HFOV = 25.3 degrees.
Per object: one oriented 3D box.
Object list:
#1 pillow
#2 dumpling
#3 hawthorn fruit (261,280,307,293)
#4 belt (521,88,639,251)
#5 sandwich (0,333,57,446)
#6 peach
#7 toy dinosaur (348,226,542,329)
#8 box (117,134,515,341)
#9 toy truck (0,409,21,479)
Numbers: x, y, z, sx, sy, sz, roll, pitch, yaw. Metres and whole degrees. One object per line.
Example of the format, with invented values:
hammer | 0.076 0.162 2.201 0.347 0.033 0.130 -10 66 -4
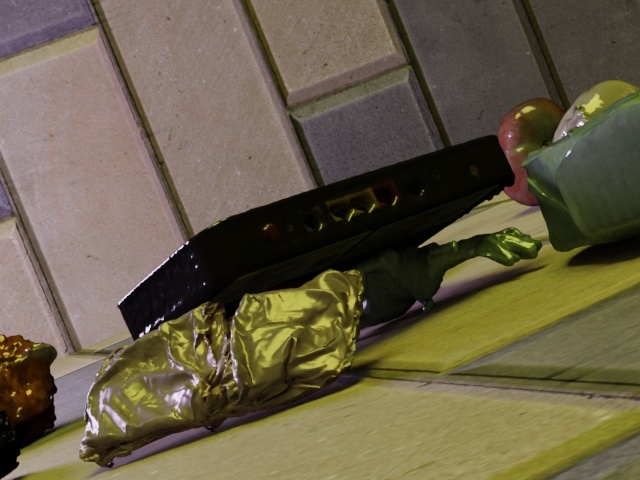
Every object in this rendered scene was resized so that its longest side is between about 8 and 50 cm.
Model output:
pillow | -0.082 0.094 1.112 0.248 0.049 0.135 -22 33 22
dumpling | 0.367 -0.114 1.710 0.173 0.142 0.247 14 1 9
hawthorn fruit | -0.025 0.083 1.185 0.081 0.081 0.093 -21 32 22
belt | 0.311 -0.080 1.165 0.260 0.122 0.325 -18 -1 -36
sandwich | -0.434 0.182 1.576 0.301 0.162 0.250 -25 7 -14
peach | 0.312 -0.120 1.968 0.152 0.152 0.152 -22 2 1
toy dinosaur | 0.016 0.059 1.324 0.383 0.076 0.129 -17 -2 25
box | 0.000 0.000 1.303 0.350 0.058 0.211 -18 -13 -36
toy truck | -0.399 0.200 1.300 0.257 0.127 0.127 -16 4 34
